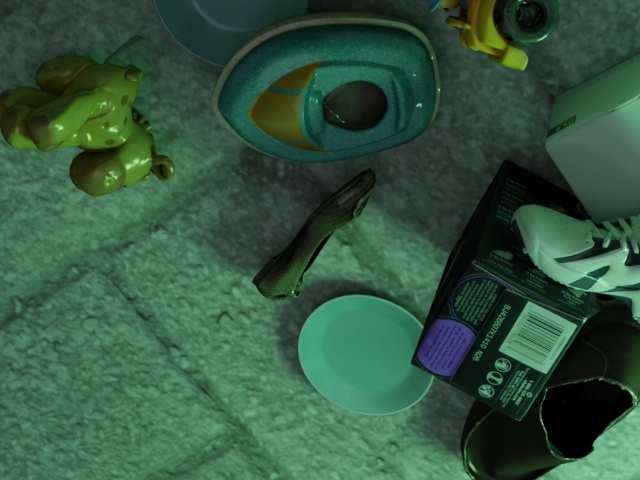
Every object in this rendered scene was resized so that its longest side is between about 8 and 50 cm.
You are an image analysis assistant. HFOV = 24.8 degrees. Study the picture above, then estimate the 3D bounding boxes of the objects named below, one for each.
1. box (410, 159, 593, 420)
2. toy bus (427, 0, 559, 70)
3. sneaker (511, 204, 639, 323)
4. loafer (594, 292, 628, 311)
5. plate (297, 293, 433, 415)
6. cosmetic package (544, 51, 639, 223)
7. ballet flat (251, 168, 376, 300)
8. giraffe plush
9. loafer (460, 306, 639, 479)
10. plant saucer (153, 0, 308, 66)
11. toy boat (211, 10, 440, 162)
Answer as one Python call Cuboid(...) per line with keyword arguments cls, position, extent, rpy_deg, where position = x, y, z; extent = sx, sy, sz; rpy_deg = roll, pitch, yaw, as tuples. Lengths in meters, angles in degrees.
Cuboid(cls="box", position=(0.223, 0.052, 1.692), extent=(0.143, 0.270, 0.165), rpy_deg=(28, 121, 0))
Cuboid(cls="toy bus", position=(0.154, -0.307, 1.520), extent=(0.211, 0.149, 0.220), rpy_deg=(12, 103, -9))
Cuboid(cls="sneaker", position=(0.335, -0.007, 1.556), extent=(0.235, 0.094, 0.153), rpy_deg=(33, 123, -1))
Cuboid(cls="loafer", position=(0.363, 0.068, 1.791), extent=(0.056, 0.050, 0.148), rpy_deg=(-22, 110, 25))
Cuboid(cls="plate", position=(0.063, 0.149, 1.933), extent=(0.188, 0.024, 0.188), rpy_deg=(6, 118, 12))
Cuboid(cls="cosmetic package", position=(0.444, -0.034, 1.656), extent=(0.217, 0.156, 0.385), rpy_deg=(-26, 107, 25))
Cuboid(cls="ballet flat", position=(0.000, 0.000, 1.834), extent=(0.058, 0.084, 0.250), rpy_deg=(48, 125, 6))
Cuboid(cls="giraffe plush", position=(-0.277, -0.133, 1.817), extent=(0.210, 0.181, 0.170), rpy_deg=(-29, 123, -9))
Cuboid(cls="loafer", position=(0.285, 0.220, 1.829), extent=(0.134, 0.130, 0.366), rpy_deg=(34, 132, -4))
Cuboid(cls="plant saucer", position=(-0.104, -0.301, 1.729), extent=(0.195, 0.037, 0.195), rpy_deg=(7, 119, 13))
Cuboid(cls="toy boat", position=(-0.005, -0.217, 1.646), extent=(0.267, 0.148, 0.318), rpy_deg=(-10, 125, 4))
